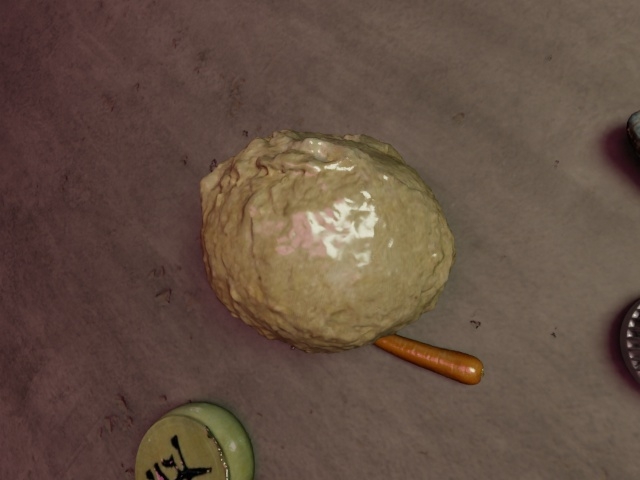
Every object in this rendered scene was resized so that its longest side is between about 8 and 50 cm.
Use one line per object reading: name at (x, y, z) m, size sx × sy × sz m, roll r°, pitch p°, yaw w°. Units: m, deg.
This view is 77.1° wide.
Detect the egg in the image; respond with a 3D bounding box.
egg at (0.000, 0.000, 0.485) m, size 0.311 × 0.279 × 0.279 m, roll 9°, pitch 86°, yaw 13°

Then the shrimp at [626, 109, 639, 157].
shrimp at (0.424, -0.057, 0.424) m, size 0.233 × 0.079 × 0.090 m, roll 46°, pitch 145°, yaw 11°

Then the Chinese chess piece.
Chinese chess piece at (-0.193, 0.348, 0.614) m, size 0.189 × 0.083 × 0.188 m, roll -2°, pitch 83°, yaw 20°

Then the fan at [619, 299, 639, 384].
fan at (0.430, 0.148, 0.394) m, size 0.244 × 0.074 × 0.130 m, roll 43°, pitch 88°, yaw 17°

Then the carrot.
carrot at (0.120, 0.145, 0.538) m, size 0.190 × 0.037 × 0.037 m, roll 15°, pitch 88°, yaw 25°
